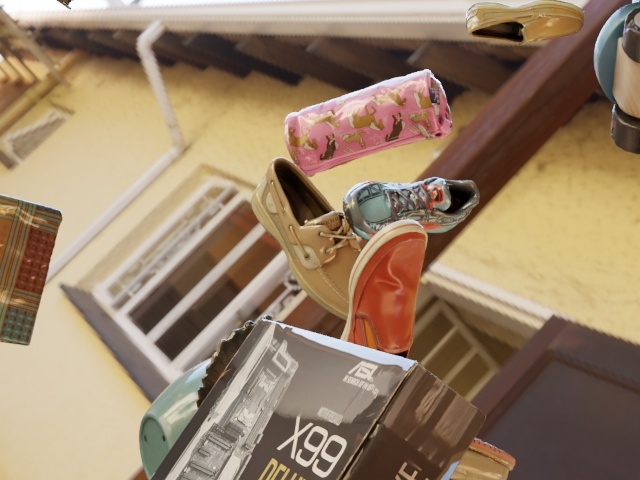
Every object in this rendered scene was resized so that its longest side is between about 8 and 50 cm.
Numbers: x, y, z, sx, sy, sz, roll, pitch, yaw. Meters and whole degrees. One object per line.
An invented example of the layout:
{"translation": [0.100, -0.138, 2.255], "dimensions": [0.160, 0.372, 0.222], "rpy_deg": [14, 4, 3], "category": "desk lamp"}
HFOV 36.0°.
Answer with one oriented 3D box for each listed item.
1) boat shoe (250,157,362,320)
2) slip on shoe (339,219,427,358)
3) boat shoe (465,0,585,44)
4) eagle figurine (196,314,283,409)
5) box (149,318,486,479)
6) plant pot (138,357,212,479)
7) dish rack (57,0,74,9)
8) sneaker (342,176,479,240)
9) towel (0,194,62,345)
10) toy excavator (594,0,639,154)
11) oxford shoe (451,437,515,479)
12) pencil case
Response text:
{"translation": [0.000, 0.000, 1.728], "dimensions": [0.341, 0.121, 0.110], "rpy_deg": [48, -40, 19], "category": "boat shoe"}
{"translation": [0.098, 0.120, 1.455], "dimensions": [0.101, 0.123, 0.331], "rpy_deg": [43, -53, 43], "category": "slip on shoe"}
{"translation": [0.329, -0.340, 1.582], "dimensions": [0.190, 0.072, 0.068], "rpy_deg": [-1, -45, 8], "category": "boat shoe"}
{"translation": [-0.026, 0.265, 1.165], "dimensions": [0.298, 0.225, 0.226], "rpy_deg": [-96, 177, -54], "category": "eagle figurine"}
{"translation": [-0.036, 0.192, 0.769], "dimensions": [0.076, 0.242, 0.307], "rpy_deg": [39, -13, -19], "category": "box"}
{"translation": [-0.192, 0.341, 1.670], "dimensions": [0.290, 0.195, 0.290], "rpy_deg": [15, -72, 55], "category": "plant pot"}
{"translation": [-0.388, -0.388, 1.099], "dimensions": [0.271, 0.074, 0.208], "rpy_deg": [41, 2, 8], "category": "dish rack"}
{"translation": [0.155, -0.070, 1.632], "dimensions": [0.125, 0.262, 0.104], "rpy_deg": [-31, -109, 50], "category": "sneaker"}
{"translation": [-0.668, 0.029, 1.751], "dimensions": [0.370, 0.271, 0.040], "rpy_deg": [15, -4, -28], "category": "towel"}
{"translation": [0.669, -0.377, 1.681], "dimensions": [0.445, 0.433, 0.222], "rpy_deg": [-91, 175, -49], "category": "toy excavator"}
{"translation": [0.097, 0.343, 1.480], "dimensions": [0.397, 0.146, 0.140], "rpy_deg": [10, -17, -7], "category": "oxford shoe"}
{"translation": [0.106, -0.268, 2.287], "dimensions": [0.167, 0.386, 0.160], "rpy_deg": [-67, 139, -66], "category": "pencil case"}
